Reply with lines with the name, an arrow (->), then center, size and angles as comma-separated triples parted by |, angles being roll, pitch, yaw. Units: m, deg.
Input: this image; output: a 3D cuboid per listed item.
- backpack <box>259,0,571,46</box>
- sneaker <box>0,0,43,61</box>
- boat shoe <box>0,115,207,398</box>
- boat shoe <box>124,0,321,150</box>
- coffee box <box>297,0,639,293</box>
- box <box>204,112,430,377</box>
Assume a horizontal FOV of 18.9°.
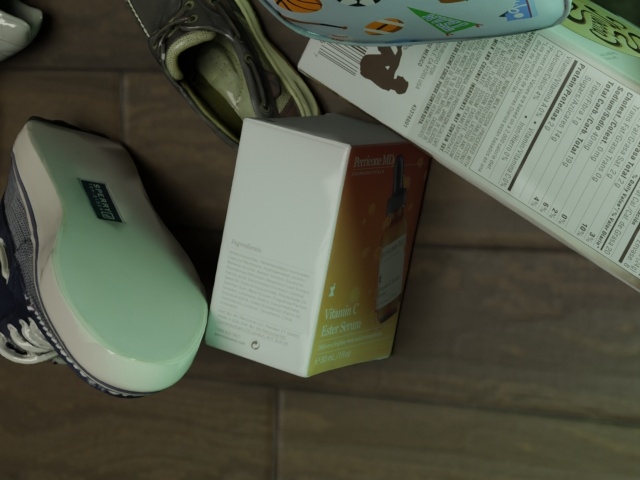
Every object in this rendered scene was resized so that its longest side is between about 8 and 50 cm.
backpack -> 0.033, -0.233, 1.127 | 0.263, 0.276, 0.213 | -1, 60, 23
sneaker -> -0.298, -0.266, 1.582 | 0.121, 0.099, 0.262 | -17, 94, 23
boat shoe -> -0.183, 0.052, 1.457 | 0.158, 0.127, 0.340 | -66, 25, 24
boat shoe -> -0.088, -0.148, 1.470 | 0.223, 0.073, 0.080 | 50, 117, 17
coffee box -> 0.159, -0.091, 1.275 | 0.297, 0.168, 0.119 | 34, 111, 23
box -> 0.000, 0.000, 1.399 | 0.091, 0.130, 0.170 | 17, 104, 29
